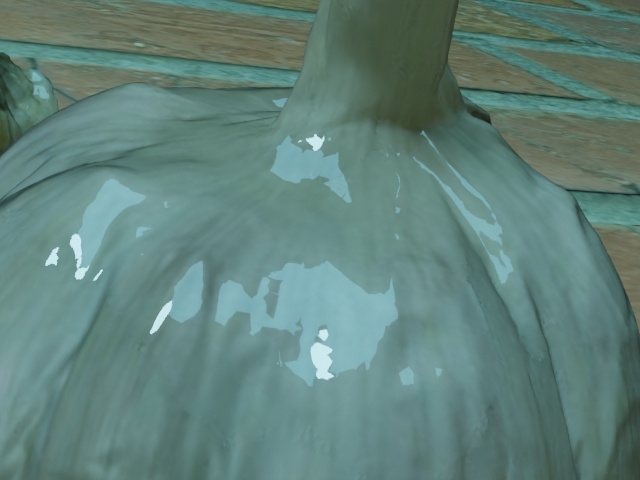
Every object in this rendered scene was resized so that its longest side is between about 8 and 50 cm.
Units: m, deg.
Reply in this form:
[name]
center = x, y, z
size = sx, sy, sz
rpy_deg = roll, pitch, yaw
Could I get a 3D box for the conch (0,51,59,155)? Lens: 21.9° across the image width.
[conch]
center = -0.253, -0.119, 0.763
size = 0.291, 0.159, 0.210
rpy_deg = 8, 15, -22

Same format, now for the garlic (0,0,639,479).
[garlic]
center = 0.000, 0.000, 0.451
size = 0.218, 0.212, 0.218
rpy_deg = 13, 22, -5
